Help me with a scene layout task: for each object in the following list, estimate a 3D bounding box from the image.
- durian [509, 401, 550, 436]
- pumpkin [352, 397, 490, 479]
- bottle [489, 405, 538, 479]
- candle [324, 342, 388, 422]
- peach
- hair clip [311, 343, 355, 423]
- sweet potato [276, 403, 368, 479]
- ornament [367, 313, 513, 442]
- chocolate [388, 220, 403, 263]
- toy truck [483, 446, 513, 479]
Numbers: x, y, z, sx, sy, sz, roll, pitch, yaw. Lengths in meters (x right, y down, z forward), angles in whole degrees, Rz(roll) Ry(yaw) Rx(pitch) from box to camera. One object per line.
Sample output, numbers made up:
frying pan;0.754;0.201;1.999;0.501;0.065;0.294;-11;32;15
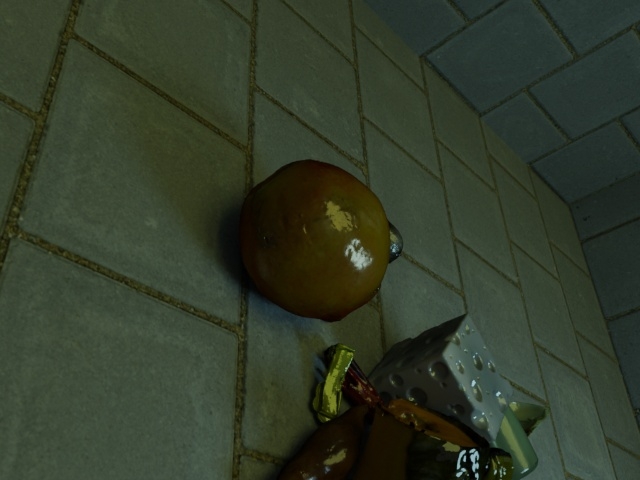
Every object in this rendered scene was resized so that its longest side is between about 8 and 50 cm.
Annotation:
durian;0.598;0.555;1.997;0.252;0.139;0.145;-2;63;-50
pumpkin;0.207;0.466;1.369;0.303;0.256;0.226;13;100;-62
bottle;0.451;0.489;1.827;0.168;0.168;0.347;-11;72;-56
candle;0.107;0.363;1.539;0.302;0.059;0.084;50;56;-13
peach;-0.002;0.001;1.455;0.372;0.289;0.373;34;44;-41
hair clip;0.024;0.314;1.448;0.072;0.046;0.173;24;67;-22
sweet potato;0.019;0.430;1.326;0.112;0.112;0.359;60;34;-2
ornament;0.295;0.365;1.630;0.240;0.239;0.239;59;32;-2
chocolate;0.149;-0.047;1.868;0.248;0.110;0.110;53;33;-12
toy truck;0.361;0.591;1.569;0.147;0.224;0.165;23;42;-45
